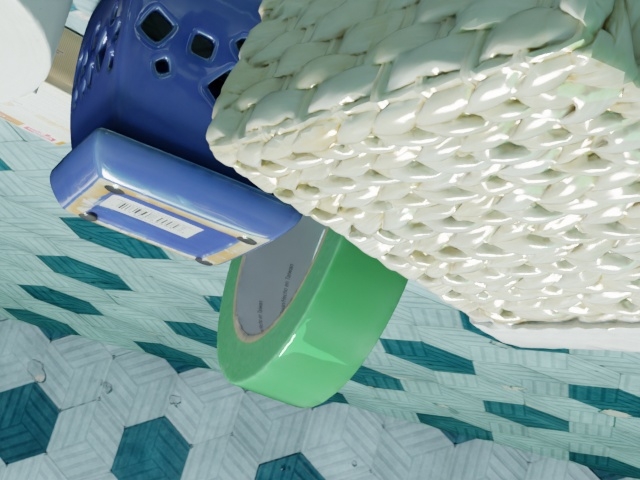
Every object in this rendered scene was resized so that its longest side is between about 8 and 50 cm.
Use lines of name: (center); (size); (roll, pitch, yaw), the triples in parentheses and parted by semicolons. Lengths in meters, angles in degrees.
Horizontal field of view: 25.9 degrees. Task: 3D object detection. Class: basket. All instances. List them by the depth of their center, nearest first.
basket: (0.160, -0.137, 0.736); (0.266, 0.328, 0.331); (30, 161, -26)

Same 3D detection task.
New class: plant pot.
plant pot: (-0.120, -0.109, 1.312); (0.236, 0.212, 0.236); (22, 164, -18)

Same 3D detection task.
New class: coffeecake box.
coffeecake box: (-0.301, -0.173, 1.540); (0.142, 0.068, 0.185); (27, 161, -32)

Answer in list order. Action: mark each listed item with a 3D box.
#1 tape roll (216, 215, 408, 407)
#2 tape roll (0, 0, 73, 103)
tape roll: (0.000, 0.000, 1.353); (0.077, 0.321, 0.321); (23, 163, -19)
tape roll: (-0.345, -0.225, 1.150); (0.286, 0.100, 0.286); (10, 156, 5)
